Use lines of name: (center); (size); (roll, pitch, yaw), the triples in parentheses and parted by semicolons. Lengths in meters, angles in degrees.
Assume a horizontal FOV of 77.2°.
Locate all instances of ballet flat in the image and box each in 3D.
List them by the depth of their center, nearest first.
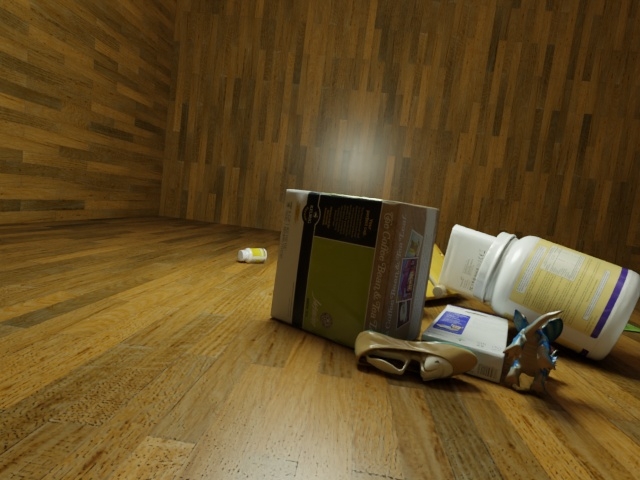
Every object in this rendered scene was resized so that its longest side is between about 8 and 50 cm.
ballet flat: (0.177, 0.232, 0.765); (0.232, 0.080, 0.073); (6, 33, 15)

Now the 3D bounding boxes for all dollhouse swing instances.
dollhouse swing: (0.291, 0.164, 1.553); (0.346, 0.305, 0.315); (2, 49, -42)

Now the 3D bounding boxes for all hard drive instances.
hard drive: (0.574, 0.110, 1.279); (0.353, 0.233, 0.047); (22, 36, 27)

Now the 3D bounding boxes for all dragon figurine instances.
dragon figurine: (0.406, 0.187, 0.760); (0.085, 0.289, 0.144); (8, 43, 33)

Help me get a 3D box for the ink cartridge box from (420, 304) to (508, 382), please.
ink cartridge box: (0.351, 0.229, 0.951); (0.165, 0.065, 0.332); (10, 8, 27)

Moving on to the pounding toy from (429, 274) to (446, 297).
pounding toy: (0.290, 0.134, 1.216); (0.206, 0.181, 0.094); (11, 7, 37)

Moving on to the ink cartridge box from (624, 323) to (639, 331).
ink cartridge box: (0.978, 0.241, 1.434); (0.255, 0.097, 0.189); (7, 6, 5)

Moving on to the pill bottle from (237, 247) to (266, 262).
pill bottle: (-0.300, 0.066, 1.758); (0.116, 0.065, 0.065); (2, 7, -42)

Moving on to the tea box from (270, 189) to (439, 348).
tea box: (0.079, 0.058, 0.981); (0.323, 0.329, 0.220); (13, 8, 38)

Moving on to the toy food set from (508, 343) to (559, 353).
toy food set: (0.547, 0.268, 1.017); (0.122, 0.019, 0.078); (4, 7, -30)

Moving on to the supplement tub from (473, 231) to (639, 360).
supplement tub: (0.607, 0.132, 1.059); (0.331, 0.241, 0.241); (27, 15, 31)
